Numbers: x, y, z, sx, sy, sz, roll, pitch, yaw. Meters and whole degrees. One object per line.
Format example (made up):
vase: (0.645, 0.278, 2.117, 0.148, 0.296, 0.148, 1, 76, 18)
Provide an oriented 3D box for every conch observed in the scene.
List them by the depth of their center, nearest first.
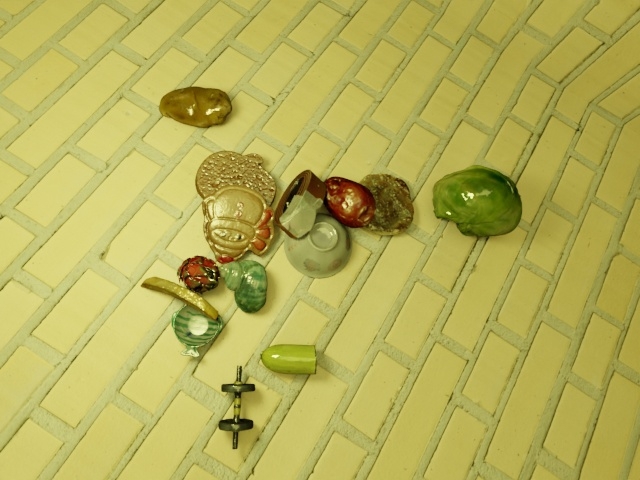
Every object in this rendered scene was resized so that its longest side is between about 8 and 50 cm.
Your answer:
conch: (-0.341, 0.190, 1.840, 0.277, 0.195, 0.220, 41, 98, -22)

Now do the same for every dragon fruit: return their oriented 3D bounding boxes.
dragon fruit: (-0.538, 0.152, 1.811, 0.189, 0.182, 0.182, 35, 72, 1)

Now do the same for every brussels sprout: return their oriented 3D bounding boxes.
brussels sprout: (0.790, -0.203, 2.013, 0.426, 0.361, 0.342, 20, 74, -3)

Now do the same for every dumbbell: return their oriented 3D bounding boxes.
dumbbell: (-0.348, 0.692, 1.695, 0.143, 0.143, 0.325, 2, 73, -8)

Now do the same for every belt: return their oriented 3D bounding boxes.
belt: (-0.094, -0.171, 1.915, 0.122, 0.217, 0.338, 39, 58, -31)

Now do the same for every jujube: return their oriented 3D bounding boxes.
jujube: (0.127, -0.192, 1.955, 0.223, 0.223, 0.318, -31, 44, -16)

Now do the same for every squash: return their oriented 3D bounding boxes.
squash: (-0.142, 0.524, 1.786, 0.247, 0.132, 0.132, 2, 73, -5)

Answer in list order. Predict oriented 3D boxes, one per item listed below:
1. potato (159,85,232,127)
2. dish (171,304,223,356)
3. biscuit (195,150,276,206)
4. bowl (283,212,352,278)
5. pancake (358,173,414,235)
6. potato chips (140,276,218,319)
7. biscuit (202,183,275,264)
potato: (-0.630, -0.678, 2.060, 0.369, 0.176, 0.195, 4, 113, 1)
dish: (-0.544, 0.386, 1.789, 0.224, 0.078, 0.246, 10, 72, -5)
biscuit: (-0.405, -0.285, 2.006, 0.394, 0.070, 0.350, 37, 76, 0)
bowl: (0.000, 0.000, 1.944, 0.346, 0.157, 0.345, 2, 73, -7)
pancake: (0.321, -0.189, 2.097, 0.356, 0.065, 0.356, 3, 72, -8)
potato chips: (-0.617, 0.234, 1.767, 0.407, 0.080, 0.057, 20, 46, 16)
biscuit: (-0.393, -0.068, 1.909, 0.359, 0.074, 0.380, 14, 84, -8)
